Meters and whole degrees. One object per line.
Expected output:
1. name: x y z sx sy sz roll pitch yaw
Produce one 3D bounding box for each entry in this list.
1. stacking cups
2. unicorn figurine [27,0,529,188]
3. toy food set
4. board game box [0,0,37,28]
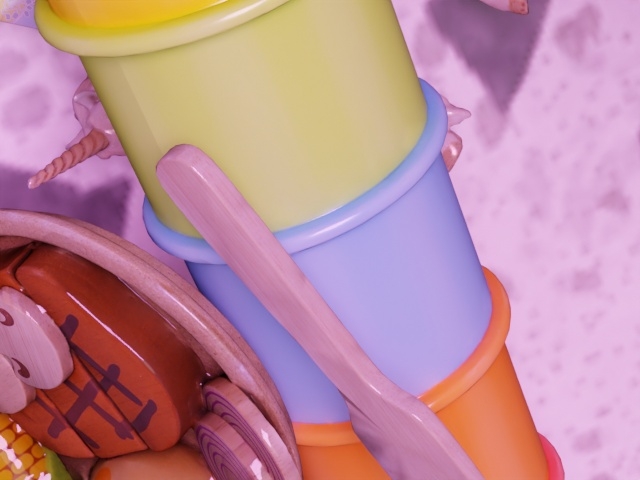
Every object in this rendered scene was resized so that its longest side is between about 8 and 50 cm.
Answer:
1. stacking cups: 0.000 0.000 0.531 0.096 0.096 0.316 -26 123 -6
2. unicorn figurine: -0.003 -0.062 0.583 0.111 0.060 0.162 24 80 -6
3. toy food set: -0.058 0.048 0.523 0.132 0.192 0.038 50 55 -14
4. board game box: -0.096 -0.142 0.558 0.103 0.026 0.154 10 98 -14
